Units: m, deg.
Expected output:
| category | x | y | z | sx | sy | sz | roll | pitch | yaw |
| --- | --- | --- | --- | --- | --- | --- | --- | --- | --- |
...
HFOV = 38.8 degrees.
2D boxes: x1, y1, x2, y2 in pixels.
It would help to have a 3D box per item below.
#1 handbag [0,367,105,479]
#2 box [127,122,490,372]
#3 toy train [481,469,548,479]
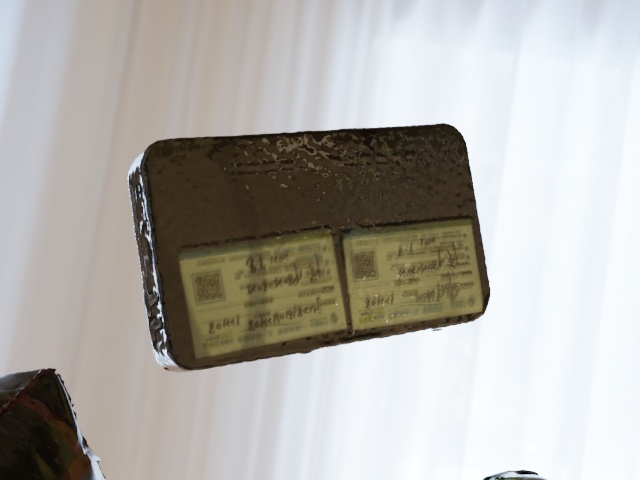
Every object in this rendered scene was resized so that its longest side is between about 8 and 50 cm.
| category | x | y | z | sx | sy | sz | roll | pitch | yaw |
| --- | --- | --- | --- | --- | --- | --- | --- | --- | --- |
| handbag | -0.207 | 0.208 | 0.595 | 0.155 | 0.215 | 0.169 | -13 | -165 | 29 |
| box | 0.000 | 0.000 | 0.877 | 0.350 | 0.211 | 0.058 | -6 | 176 | -27 |
| toy train | 0.067 | 0.269 | 0.444 | 0.202 | 0.301 | 0.120 | -6 | 162 | 7 |
